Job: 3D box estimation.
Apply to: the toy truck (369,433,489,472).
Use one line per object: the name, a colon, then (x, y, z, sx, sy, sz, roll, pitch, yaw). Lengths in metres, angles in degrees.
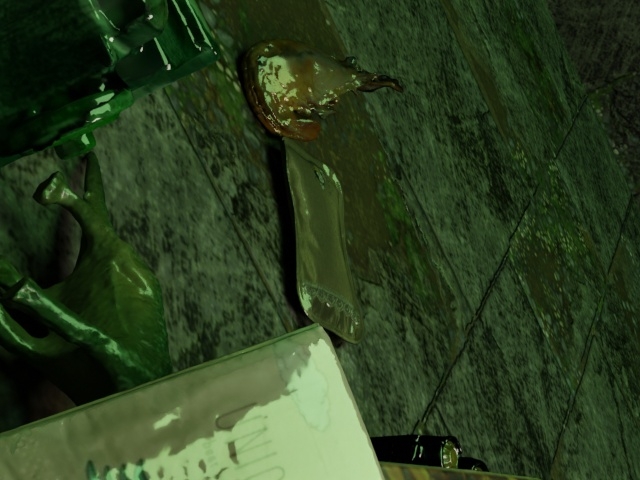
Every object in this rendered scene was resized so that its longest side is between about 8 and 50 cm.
toy truck: (0.109, 0.282, 1.338, 0.257, 0.127, 0.127, 43, 49, -45)

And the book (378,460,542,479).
book: (0.067, 0.383, 1.027, 0.300, 0.039, 0.428, 14, 73, -44)

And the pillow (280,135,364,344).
pillow: (0.001, 0.000, 1.445, 0.130, 0.033, 0.218, 33, 41, -51)

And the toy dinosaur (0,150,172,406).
toy dinosaur: (-0.111, 0.105, 0.986, 0.301, 0.087, 0.447, 42, 25, -21)

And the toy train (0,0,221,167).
toy train: (-0.206, -0.106, 0.831, 0.145, 0.266, 0.202, 64, 14, -11)

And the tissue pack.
tissue pack: (-0.110, 0.175, 0.807, 0.325, 0.071, 0.170, -17, 81, -30)

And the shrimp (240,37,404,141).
shrimp: (0.000, -0.157, 1.548, 0.262, 0.066, 0.117, 7, 77, -47)
